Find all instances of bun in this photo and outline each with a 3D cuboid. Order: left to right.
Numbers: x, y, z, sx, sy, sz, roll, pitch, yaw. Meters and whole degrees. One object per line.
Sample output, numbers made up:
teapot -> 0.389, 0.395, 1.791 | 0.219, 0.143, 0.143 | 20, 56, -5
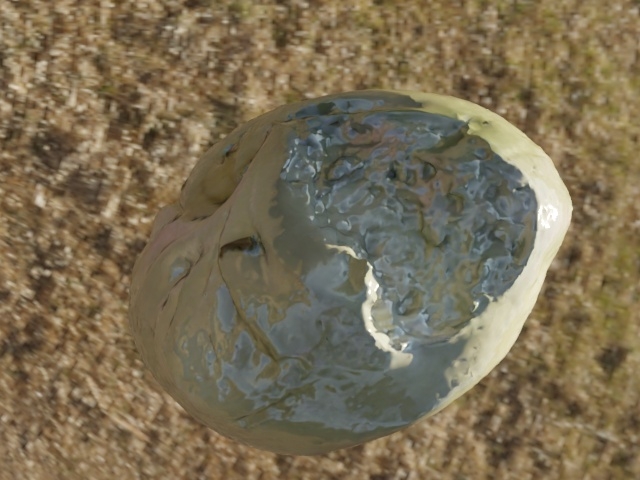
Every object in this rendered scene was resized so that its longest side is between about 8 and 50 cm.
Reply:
bun -> 0.000, 0.000, 0.626 | 0.116, 0.237, 0.210 | 55, 32, -31
